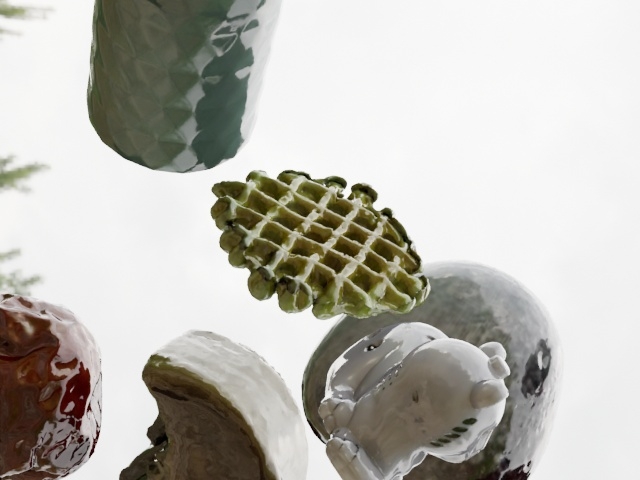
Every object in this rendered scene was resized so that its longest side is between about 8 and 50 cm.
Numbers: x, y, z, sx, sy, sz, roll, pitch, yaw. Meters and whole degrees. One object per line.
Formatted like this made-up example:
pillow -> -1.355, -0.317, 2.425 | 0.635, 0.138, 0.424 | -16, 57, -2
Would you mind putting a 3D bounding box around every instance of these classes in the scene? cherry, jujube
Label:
cherry -> 0.116, 0.154, 1.067 | 0.255, 0.218, 0.296 | 26, -103, 33
jujube -> -0.334, 0.152, 1.032 | 0.213, 0.232, 0.213 | 180, -90, -85

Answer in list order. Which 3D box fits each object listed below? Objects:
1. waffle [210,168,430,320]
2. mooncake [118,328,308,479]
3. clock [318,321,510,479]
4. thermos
waffle -> 0.000, 0.000, 0.864 | 0.036, 0.183, 0.169 | -63, -142, 36
mooncake -> -0.221, 0.368, 1.773 | 0.394, 0.246, 0.393 | -26, -85, 25
clock -> 0.069, 0.098, 0.681 | 0.117, 0.176, 0.080 | -33, -83, 10
thermos -> -0.108, -0.200, 0.781 | 0.182, 0.145, 0.286 | 37, -38, 16
